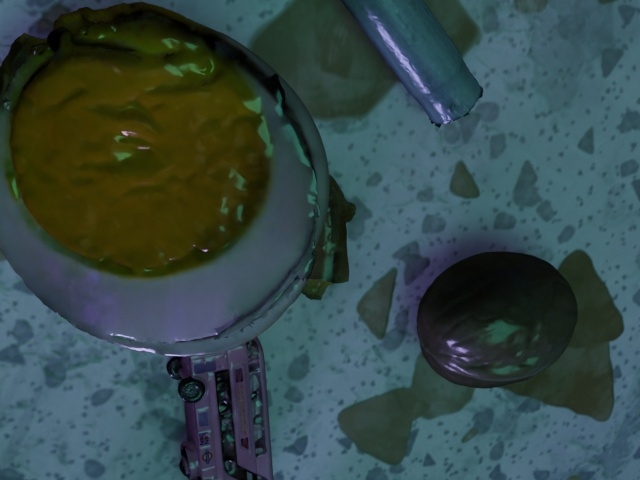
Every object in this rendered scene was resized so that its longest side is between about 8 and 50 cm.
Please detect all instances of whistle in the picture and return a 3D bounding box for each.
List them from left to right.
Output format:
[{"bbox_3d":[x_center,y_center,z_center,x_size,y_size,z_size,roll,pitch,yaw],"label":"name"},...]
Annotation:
[{"bbox_3d":[0.040,-0.228,0.985,0.062,0.062,0.312,-42,120,-1],"label":"whistle"}]

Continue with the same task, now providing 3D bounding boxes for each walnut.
[{"bbox_3d":[0.174,0.078,1.120,0.162,0.140,0.140,-24,118,-23],"label":"walnut"}]

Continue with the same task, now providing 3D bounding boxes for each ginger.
[{"bbox_3d":[0.005,0.000,1.075,0.058,0.044,0.137,3,109,-3],"label":"ginger"}]

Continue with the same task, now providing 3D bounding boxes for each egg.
[{"bbox_3d":[-0.129,-0.057,0.936,0.286,0.174,0.264,22,106,-1],"label":"egg"}]

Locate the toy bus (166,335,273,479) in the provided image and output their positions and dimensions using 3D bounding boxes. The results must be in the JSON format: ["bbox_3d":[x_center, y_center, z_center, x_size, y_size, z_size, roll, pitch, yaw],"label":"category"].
[{"bbox_3d":[-0.095,0.176,1.095,0.090,0.063,0.203,-10,113,-18],"label":"toy bus"}]
